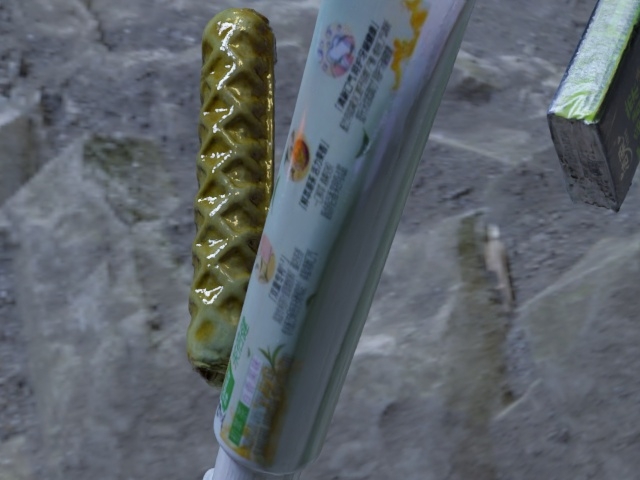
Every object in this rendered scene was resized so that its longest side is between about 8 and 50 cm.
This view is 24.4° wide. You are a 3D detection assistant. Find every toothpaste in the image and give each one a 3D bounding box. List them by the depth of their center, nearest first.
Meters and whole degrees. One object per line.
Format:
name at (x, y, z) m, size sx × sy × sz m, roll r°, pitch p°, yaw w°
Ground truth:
toothpaste at (0.000, 0.000, 0.616) m, size 0.058 × 0.056 × 0.314 m, roll 17°, pitch 123°, yaw 0°

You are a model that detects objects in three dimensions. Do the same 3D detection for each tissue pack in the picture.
tissue pack at (0.339, -0.176, 1.690) m, size 0.073 × 0.173 × 0.235 m, roll 12°, pitch 61°, yaw 29°

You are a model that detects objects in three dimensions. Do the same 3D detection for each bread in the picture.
bread at (-0.078, -0.045, 1.331) m, size 0.077 × 0.084 × 0.367 m, roll -19°, pitch 61°, yaw 45°
